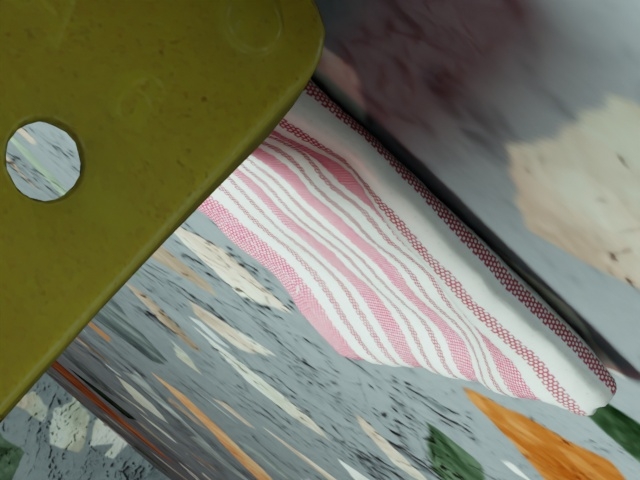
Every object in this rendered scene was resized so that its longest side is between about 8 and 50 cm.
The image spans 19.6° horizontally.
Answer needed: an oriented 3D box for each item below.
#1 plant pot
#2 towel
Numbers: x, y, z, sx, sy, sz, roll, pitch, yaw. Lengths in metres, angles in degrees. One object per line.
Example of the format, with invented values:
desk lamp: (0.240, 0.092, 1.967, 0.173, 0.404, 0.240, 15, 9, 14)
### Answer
plant pot: (-0.127, -0.033, 0.414, 0.212, 0.212, 0.187, 49, 152, -15)
towel: (0.000, 0.000, 0.590, 0.144, 0.029, 0.197, 42, 169, -15)
